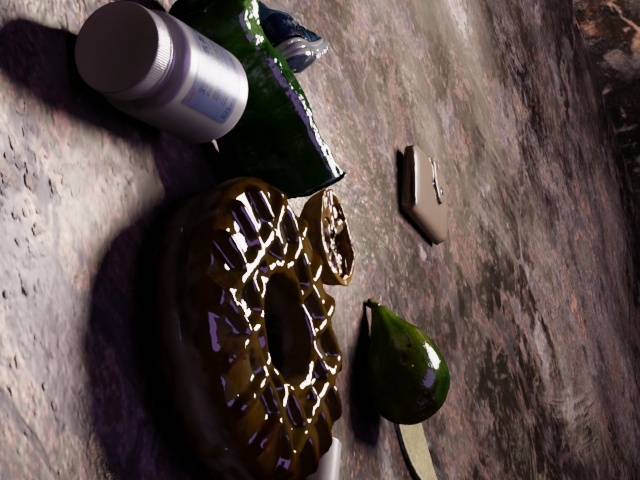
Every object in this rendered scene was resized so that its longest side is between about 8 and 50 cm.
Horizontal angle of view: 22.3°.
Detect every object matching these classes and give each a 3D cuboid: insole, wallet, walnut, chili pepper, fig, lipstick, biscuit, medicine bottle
[{"bbox_3d":[0.140,0.302,2.228,0.081,0.011,0.248,-70,144,-54],"label":"insole"},{"bbox_3d":[0.158,-0.070,2.417,0.152,0.038,0.118,39,47,-59],"label":"wallet"},{"bbox_3d":[0.000,0.000,1.946,0.091,0.052,0.121,6,73,-67],"label":"walnut"},{"bbox_3d":[-0.084,-0.168,1.711,0.099,0.136,0.270,-36,115,-30],"label":"chili pepper"},{"bbox_3d":[0.104,0.147,2.095,0.117,0.117,0.177,36,37,-61],"label":"fig"},{"bbox_3d":[0.000,0.285,1.829,0.038,0.038,0.131,58,30,-45],"label":"lipstick"},{"bbox_3d":[-0.071,0.095,1.646,0.332,0.103,0.332,-10,90,-68],"label":"biscuit"},{"bbox_3d":[-0.151,-0.161,1.554,0.186,0.102,0.103,25,57,-66],"label":"medicine bottle"}]

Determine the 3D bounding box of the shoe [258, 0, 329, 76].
[{"bbox_3d":[-0.055,-0.228,1.852,0.106,0.091,0.207,53,9,1],"label":"shoe"}]
